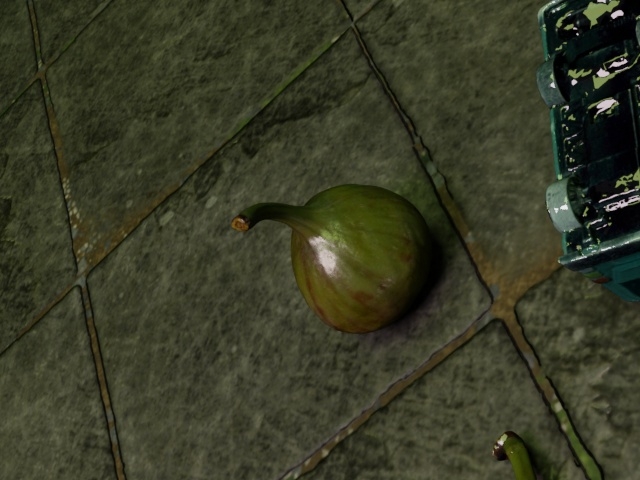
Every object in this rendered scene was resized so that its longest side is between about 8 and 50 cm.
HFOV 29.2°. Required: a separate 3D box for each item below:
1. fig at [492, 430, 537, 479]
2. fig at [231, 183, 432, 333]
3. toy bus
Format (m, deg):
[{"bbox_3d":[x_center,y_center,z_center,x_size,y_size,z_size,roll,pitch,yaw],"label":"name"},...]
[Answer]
[{"bbox_3d":[0.162,0.265,0.960,0.151,0.151,0.259,-17,26,37],"label":"fig"},{"bbox_3d":[0.000,0.000,1.173,0.149,0.245,0.149,-21,59,38],"label":"fig"},{"bbox_3d":[0.270,-0.090,1.036,0.128,0.147,0.256,-20,56,34],"label":"toy bus"}]
